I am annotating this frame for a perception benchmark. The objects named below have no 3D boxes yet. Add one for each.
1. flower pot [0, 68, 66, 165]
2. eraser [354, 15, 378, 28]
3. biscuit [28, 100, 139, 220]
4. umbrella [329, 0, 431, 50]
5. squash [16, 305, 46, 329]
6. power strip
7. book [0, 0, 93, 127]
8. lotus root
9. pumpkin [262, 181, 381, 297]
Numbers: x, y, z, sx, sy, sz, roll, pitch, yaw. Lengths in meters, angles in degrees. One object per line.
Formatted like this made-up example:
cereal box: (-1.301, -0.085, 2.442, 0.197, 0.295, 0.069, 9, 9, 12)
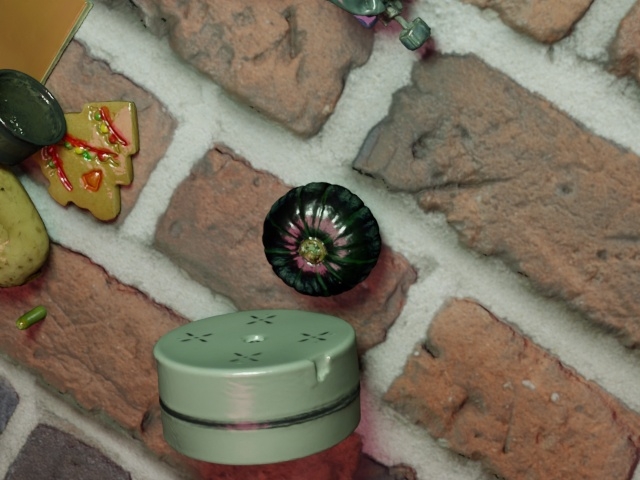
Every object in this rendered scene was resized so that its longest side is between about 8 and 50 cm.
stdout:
flower pot: (-0.532, -0.201, 1.725, 0.107, 0.157, 0.157, -38, 93, 29)
eraser: (0.126, -0.494, 1.557, 0.144, 0.042, 0.312, 42, 110, 1)
biscuit: (-0.407, -0.157, 1.782, 0.212, 0.041, 0.238, 43, 111, 2)
umbrella: (0.043, -0.418, 1.492, 0.349, 0.094, 0.143, 44, 86, -19)
squash: (-0.543, 0.147, 1.872, 0.028, 0.083, 0.027, 3, 104, 14)
power strip: (-0.108, 0.232, 1.661, 0.358, 0.357, 0.161, -1, 103, 14)
book: (-0.602, -0.349, 1.787, 0.263, 0.028, 0.374, 38, 110, 2)
lotus root: (-0.597, -0.046, 1.800, 0.160, 0.146, 0.284, -30, 111, 1)
pumpkin: (0.000, 0.000, 1.668, 0.202, 0.140, 0.201, 5, 106, 16)
